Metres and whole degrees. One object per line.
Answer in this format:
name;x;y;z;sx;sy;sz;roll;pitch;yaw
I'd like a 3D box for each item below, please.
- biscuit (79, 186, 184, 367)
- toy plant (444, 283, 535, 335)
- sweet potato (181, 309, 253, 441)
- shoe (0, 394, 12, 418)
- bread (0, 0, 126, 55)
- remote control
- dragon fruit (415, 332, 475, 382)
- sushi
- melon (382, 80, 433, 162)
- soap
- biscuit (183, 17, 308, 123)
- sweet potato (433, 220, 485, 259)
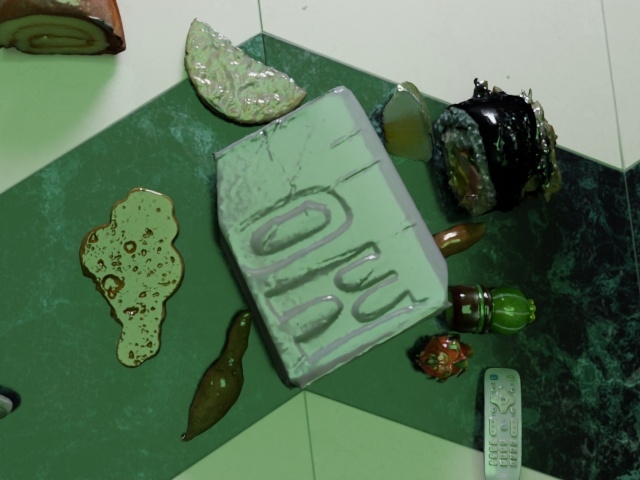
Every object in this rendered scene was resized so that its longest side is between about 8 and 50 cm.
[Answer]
biscuit;-0.333;0.066;1.931;0.183;0.047;0.320;-8;88;-5
toy plant;0.315;0.128;1.986;0.162;0.093;0.093;3;86;-7
sweet potato;-0.169;0.244;1.917;0.075;0.075;0.269;24;100;-5
shoe;-0.647;0.312;1.847;0.227;0.099;0.125;1;79;-2
bread;-0.469;-0.405;1.876;0.244;0.190;0.123;-2;74;-4
remote control;0.334;0.353;2.002;0.073;0.044;0.229;3;78;-10
dragon fruit;0.233;0.211;1.978;0.116;0.081;0.086;-27;88;-32
sushi;0.340;-0.167;1.947;0.218;0.225;0.238;-8;109;-24
melon;0.155;-0.240;1.984;0.093;0.202;0.139;-7;52;11
soap;0.000;0.000;1.880;0.350;0.213;0.435;-26;88;0
biscuit;-0.158;-0.291;1.980;0.250;0.032;0.133;33;83;-5
sweet potato;0.224;0.016;2.003;0.195;0.056;0.056;-32;91;-3
